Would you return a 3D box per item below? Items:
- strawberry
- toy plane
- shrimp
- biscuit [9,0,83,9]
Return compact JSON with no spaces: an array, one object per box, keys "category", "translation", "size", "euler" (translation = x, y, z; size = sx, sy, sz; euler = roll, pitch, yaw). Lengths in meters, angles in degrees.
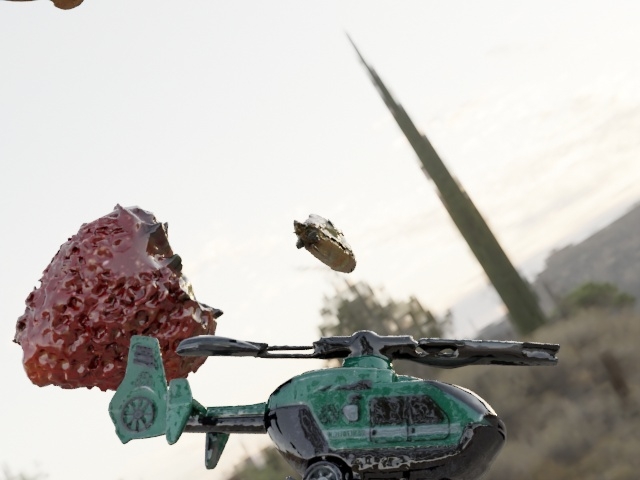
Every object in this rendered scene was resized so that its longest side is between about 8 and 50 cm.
[{"category":"strawberry","translation":[-0.209,0.073,1.399],"size":[0.201,0.184,0.187],"euler":[-28,-56,-17]},{"category":"toy plane","translation":[0.001,0.145,1.147],"size":[0.381,0.155,0.106],"euler":[-3,-25,18]},{"category":"shrimp","translation":[0.000,0.000,1.857],"size":[0.043,0.091,0.184],"euler":[-34,-16,13]},{"category":"biscuit","translation":[-0.524,-0.435,2.179],"size":[0.324,0.049,0.205],"euler":[-15,-50,-20]}]
